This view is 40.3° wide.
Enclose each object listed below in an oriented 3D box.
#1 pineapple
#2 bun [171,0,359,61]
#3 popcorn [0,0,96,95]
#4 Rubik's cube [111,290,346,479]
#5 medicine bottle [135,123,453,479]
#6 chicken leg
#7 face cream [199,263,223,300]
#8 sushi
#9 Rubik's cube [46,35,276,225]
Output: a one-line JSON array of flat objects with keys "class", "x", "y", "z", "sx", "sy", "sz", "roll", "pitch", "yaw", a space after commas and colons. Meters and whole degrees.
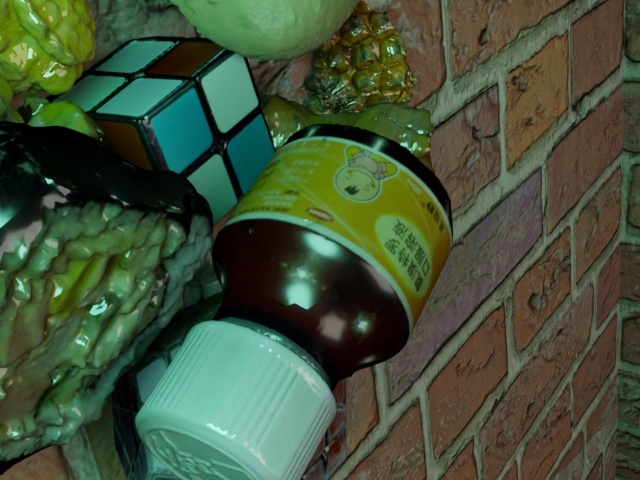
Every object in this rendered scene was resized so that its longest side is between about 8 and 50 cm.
[{"class": "pineapple", "x": 0.059, "y": -0.242, "z": 1.353, "sx": 0.164, "sy": 0.140, "sz": 0.249, "roll": -42, "pitch": 135, "yaw": -39}, {"class": "bun", "x": -0.067, "y": -0.388, "z": 0.943, "sx": 0.364, "sy": 0.202, "sz": 0.364, "roll": 33, "pitch": 41, "yaw": -34}, {"class": "popcorn", "x": -0.303, "y": -0.229, "z": 0.841, "sx": 0.163, "sy": 0.140, "sz": 0.194, "roll": -44, "pitch": 132, "yaw": -46}, {"class": "Rubik's cube", "x": -0.118, "y": 0.221, "z": 1.120, "sx": 0.319, "sy": 0.319, "sz": 0.264, "roll": 8, "pitch": 119, "yaw": -55}, {"class": "medicine bottle", "x": -0.020, "y": 0.081, "z": 0.923, "sx": 0.395, "sy": 0.243, "sz": 0.242, "roll": -63, "pitch": 143, "yaw": -31}, {"class": "chicken leg", "x": 0.015, "y": -0.128, "z": 1.151, "sx": 0.409, "sy": 0.295, "sz": 0.182, "roll": 32, "pitch": 63, "yaw": -23}, {"class": "face cream", "x": -0.126, "y": 0.114, "z": 1.265, "sx": 0.072, "sy": 0.051, "sz": 0.182, "roll": -52, "pitch": 139, "yaw": -38}, {"class": "sushi", "x": -0.305, "y": 0.015, "z": 0.779, "sx": 0.328, "sy": 0.285, "sz": 0.328, "roll": -62, "pitch": 161, "yaw": 14}, {"class": "Rubik's cube", "x": -0.180, "y": -0.121, "z": 1.006, "sx": 0.183, "sy": 0.180, "sz": 0.167, "roll": -47, "pitch": 134, "yaw": -34}]
